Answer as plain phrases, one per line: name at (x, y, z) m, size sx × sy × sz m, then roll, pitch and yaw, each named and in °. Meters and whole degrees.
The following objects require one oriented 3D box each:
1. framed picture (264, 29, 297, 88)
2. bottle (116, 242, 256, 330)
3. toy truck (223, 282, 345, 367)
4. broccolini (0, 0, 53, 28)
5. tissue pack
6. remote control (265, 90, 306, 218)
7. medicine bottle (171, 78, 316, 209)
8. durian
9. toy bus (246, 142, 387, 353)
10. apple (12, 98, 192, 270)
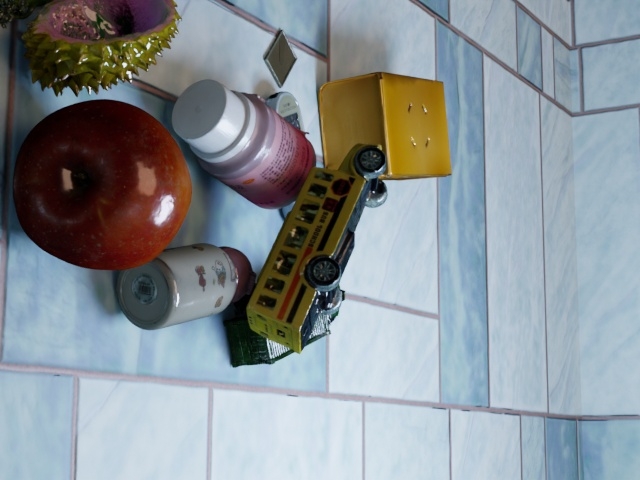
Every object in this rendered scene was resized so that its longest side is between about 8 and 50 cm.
framed picture at (-0.069, -0.319, 2.122) m, size 0.066 × 0.007 × 0.089 m, roll 60°, pitch 38°, yaw -35°
bottle at (-0.185, 0.060, 1.758) m, size 0.233 × 0.110 × 0.110 m, roll -12°, pitch 96°, yaw -60°
toy truck at (-0.054, 0.114, 1.997) m, size 0.259 × 0.088 × 0.121 m, roll -23°, pitch 103°, yaw -57°
broccolini at (-0.369, -0.304, 1.551) m, size 0.201 × 0.074 × 0.058 m, roll -15°, pitch 81°, yaw -62°
tissue pack at (0.127, -0.207, 2.306) m, size 0.274 × 0.145 × 0.194 m, roll -4°, pitch 87°, yaw -59°
remote control at (-0.051, -0.135, 2.084) m, size 0.087 × 0.047 × 0.244 m, roll -28°, pitch 110°, yaw -54°
medicine bottle at (-0.119, -0.151, 1.875) m, size 0.247 × 0.147 × 0.147 m, roll 34°, pitch 56°, yaw -52°
durian at (-0.272, -0.270, 1.599) m, size 0.260 × 0.186 × 0.154 m, roll -45°, pitch 133°, yaw -41°
toy bus at (0.000, 0.000, 1.861) m, size 0.121 × 0.123 × 0.335 m, roll 85°, pitch 26°, yaw -65°
apple at (-0.273, -0.069, 1.527) m, size 0.201 × 0.218 × 0.218 m, roll 59°, pitch 30°, yaw -80°
